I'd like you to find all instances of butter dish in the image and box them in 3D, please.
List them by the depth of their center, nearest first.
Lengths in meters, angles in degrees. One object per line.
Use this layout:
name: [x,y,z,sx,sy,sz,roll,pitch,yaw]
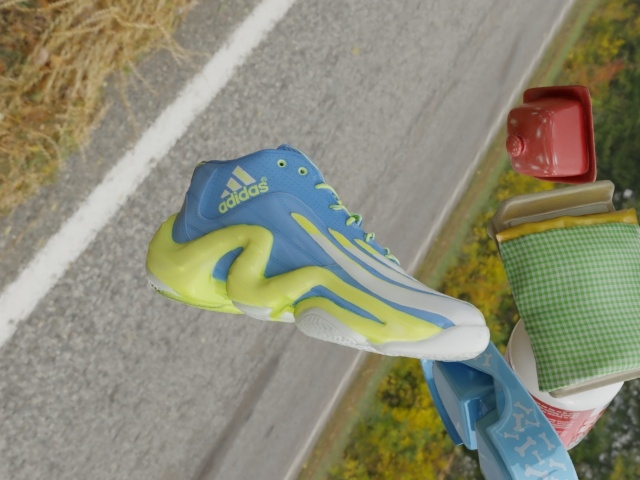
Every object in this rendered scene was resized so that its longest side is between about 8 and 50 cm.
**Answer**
butter dish: [0.351,-0.162,1.319,0.118,0.160,0.160,-15,104,-24]

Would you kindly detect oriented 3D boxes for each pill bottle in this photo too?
pill bottle: [0.483,0.265,1.659,0.229,0.229,0.407,-56,162,-27]

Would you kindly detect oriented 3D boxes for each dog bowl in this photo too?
dog bowl: [0.208,0.222,0.970,0.074,0.297,0.166,-20,128,-7]

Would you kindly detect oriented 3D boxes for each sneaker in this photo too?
sneaker: [0.000,0.000,0.540,0.091,0.240,0.126,37,67,-73]

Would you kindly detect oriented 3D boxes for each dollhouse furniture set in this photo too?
dollhouse furniture set: [0.338,0.010,0.779,0.301,0.197,0.151,-11,159,-16]
